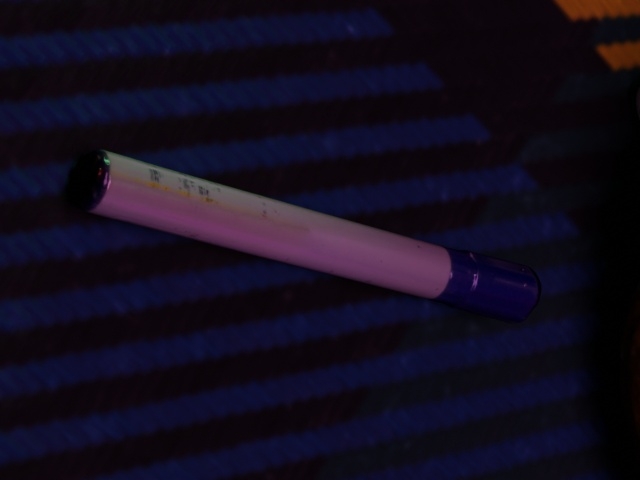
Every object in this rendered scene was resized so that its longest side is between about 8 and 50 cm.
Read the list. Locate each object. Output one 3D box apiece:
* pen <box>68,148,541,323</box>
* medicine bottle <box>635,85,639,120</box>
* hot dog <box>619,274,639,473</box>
[{"bbox_3d":[0.000,0.001,0.954,0.269,0.033,0.033,15,84,-35],"label":"pen"},{"bbox_3d":[0.222,-0.086,1.093,0.089,0.052,0.052,-27,107,-31],"label":"medicine bottle"},{"bbox_3d":[0.301,0.043,1.081,0.267,0.174,0.388,-10,105,-39],"label":"hot dog"}]
